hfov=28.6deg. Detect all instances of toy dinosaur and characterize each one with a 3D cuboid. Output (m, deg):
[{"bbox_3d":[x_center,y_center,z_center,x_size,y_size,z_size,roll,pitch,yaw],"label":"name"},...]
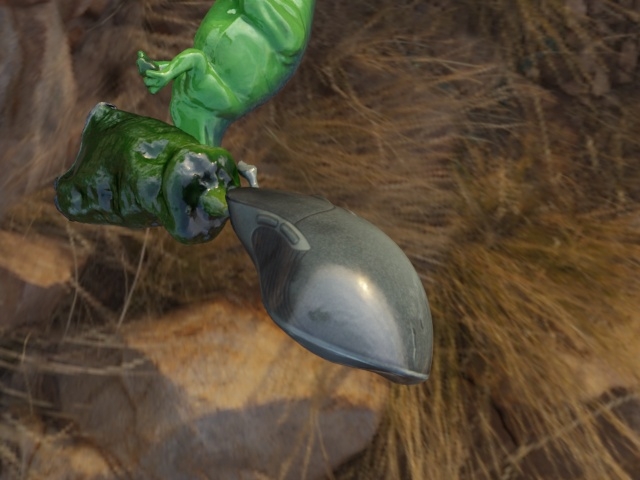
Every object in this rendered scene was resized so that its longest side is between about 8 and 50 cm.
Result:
[{"bbox_3d":[-0.026,-0.238,1.634,0.500,0.144,0.374,-12,93,-29],"label":"toy dinosaur"}]

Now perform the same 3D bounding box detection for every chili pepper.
[{"bbox_3d":[-0.175,-0.062,1.327,0.099,0.270,0.136,43,73,-38],"label":"chili pepper"}]

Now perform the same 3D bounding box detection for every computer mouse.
[{"bbox_3d":[0.000,0.000,1.155,0.167,0.379,0.090,21,109,-37],"label":"computer mouse"}]
